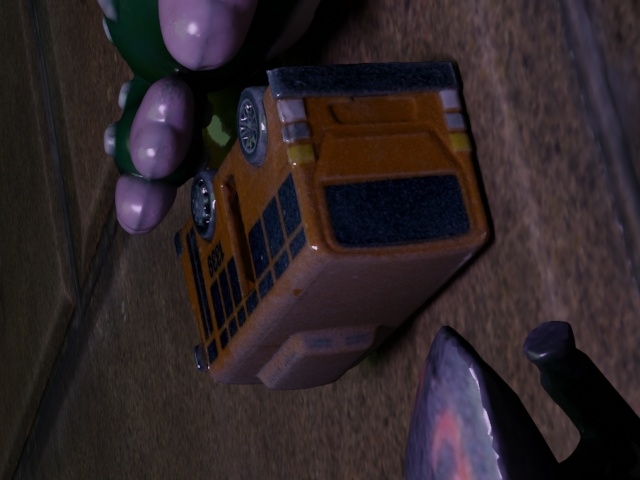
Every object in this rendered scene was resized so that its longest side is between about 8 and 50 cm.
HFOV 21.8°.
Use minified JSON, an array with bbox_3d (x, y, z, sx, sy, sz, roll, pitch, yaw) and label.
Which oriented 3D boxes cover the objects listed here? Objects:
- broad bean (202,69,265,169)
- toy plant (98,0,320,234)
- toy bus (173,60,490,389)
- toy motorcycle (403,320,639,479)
[{"bbox_3d":[-0.046,-0.056,0.929,0.070,0.048,0.214,124,134,-61],"label":"broad bean"},{"bbox_3d":[-0.053,-0.138,0.800,0.243,0.112,0.232,114,166,-47],"label":"toy plant"},{"bbox_3d":[0.000,0.000,0.745,0.182,0.091,0.103,129,132,-61],"label":"toy bus"},{"bbox_3d":[0.079,0.150,0.419,0.108,0.173,0.307,-124,33,-58],"label":"toy motorcycle"}]
